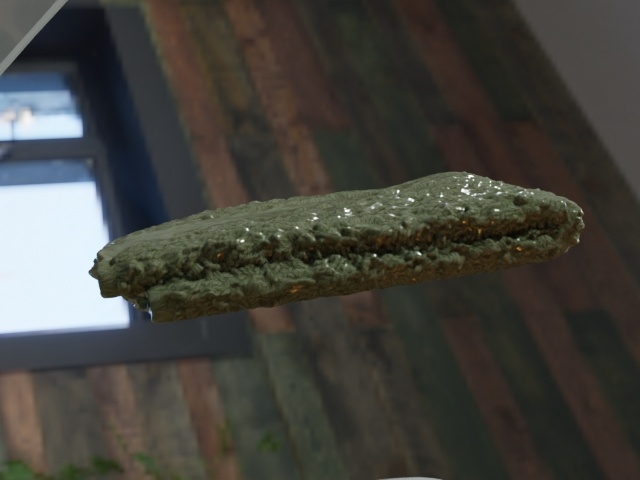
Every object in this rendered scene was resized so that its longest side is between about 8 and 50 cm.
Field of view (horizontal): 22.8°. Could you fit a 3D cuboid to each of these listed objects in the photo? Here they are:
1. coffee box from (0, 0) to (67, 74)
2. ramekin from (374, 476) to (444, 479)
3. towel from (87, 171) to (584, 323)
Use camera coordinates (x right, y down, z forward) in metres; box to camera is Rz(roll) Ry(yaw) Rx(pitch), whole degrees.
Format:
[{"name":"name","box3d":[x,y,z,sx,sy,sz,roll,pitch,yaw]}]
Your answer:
[{"name":"coffee box","box3d":[-0.242,-0.281,0.618,0.338,0.334,0.337,20,-26,43]},{"name":"ramekin","box3d":[-0.008,0.172,0.636,0.207,0.207,0.109,123,-44,-61]},{"name":"towel","box3d":[0.000,0.000,0.506,0.110,0.148,0.027,-158,-119,-78]}]
